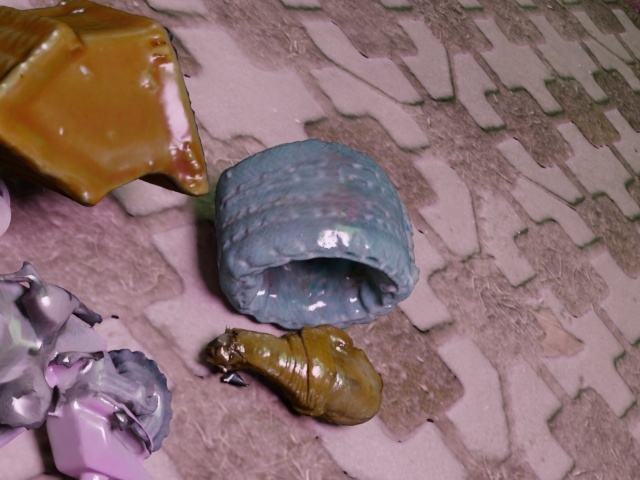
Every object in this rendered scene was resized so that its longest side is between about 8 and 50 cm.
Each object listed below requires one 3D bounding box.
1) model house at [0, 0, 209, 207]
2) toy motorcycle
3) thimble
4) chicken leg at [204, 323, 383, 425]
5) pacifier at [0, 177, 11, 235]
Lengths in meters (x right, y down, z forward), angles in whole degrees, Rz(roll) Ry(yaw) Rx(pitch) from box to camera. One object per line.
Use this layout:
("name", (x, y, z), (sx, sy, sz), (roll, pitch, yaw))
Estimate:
("model house", (-0.273, -0.131, 0.866), (0.239, 0.268, 0.173), (-20, 120, -47))
("toy motorcycle", (-0.246, 0.130, 0.722), (0.327, 0.143, 0.188), (40, 46, -42))
("thimble", (0.000, 0.000, 1.013), (0.235, 0.198, 0.143), (5, 57, -20))
("chicken leg", (-0.026, 0.133, 0.994), (0.227, 0.088, 0.103), (24, 56, -25))
("pacifier", (-0.310, -0.050, 0.826), (0.081, 0.078, 0.099), (-30, 84, -49))
